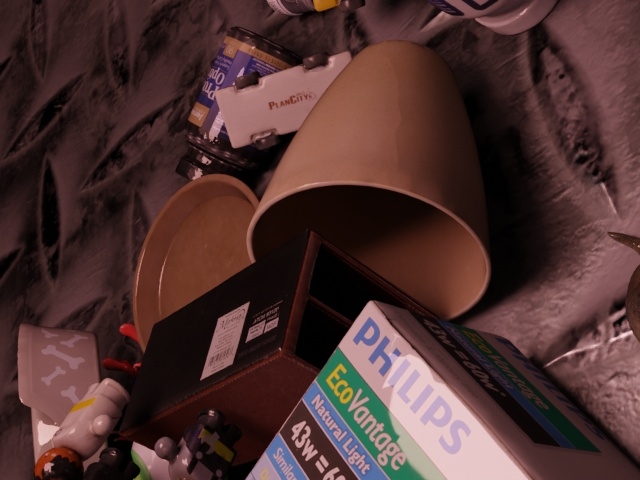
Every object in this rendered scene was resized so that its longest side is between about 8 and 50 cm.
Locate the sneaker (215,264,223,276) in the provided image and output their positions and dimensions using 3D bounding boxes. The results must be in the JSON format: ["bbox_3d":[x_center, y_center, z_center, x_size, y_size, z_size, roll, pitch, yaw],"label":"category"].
[{"bbox_3d":[-0.141,0.017,1.566,0.082,0.069,0.209,-52,42,25],"label":"sneaker"}]

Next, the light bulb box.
[{"bbox_3d":[0.109,0.310,1.012,0.361,0.225,0.358,-57,46,15],"label":"light bulb box"}]

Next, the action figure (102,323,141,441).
[{"bbox_3d":[-0.245,0.201,1.555,0.280,0.139,0.091,33,100,48],"label":"action figure"}]

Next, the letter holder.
[{"bbox_3d":[-0.038,0.153,1.245,0.302,0.214,0.152,-31,36,43],"label":"letter holder"}]

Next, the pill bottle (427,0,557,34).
[{"bbox_3d":[0.146,-0.334,1.244,0.153,0.265,0.153,-23,57,40],"label":"pill bottle"}]

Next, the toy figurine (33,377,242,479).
[{"bbox_3d":[-0.187,0.267,1.177,0.213,0.209,0.148,16,46,13],"label":"toy figurine"}]

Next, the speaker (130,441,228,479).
[{"bbox_3d":[-0.178,0.371,1.373,0.131,0.131,0.296,1,84,49],"label":"speaker"}]

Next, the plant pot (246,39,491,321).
[{"bbox_3d":[0.072,-0.082,1.261,0.256,0.256,0.274,-26,38,40],"label":"plant pot"}]

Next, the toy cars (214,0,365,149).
[{"bbox_3d":[0.020,-0.271,1.471,0.393,0.176,0.087,-56,2,14],"label":"toy cars"}]

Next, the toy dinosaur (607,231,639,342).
[{"bbox_3d":[0.332,0.053,0.972,0.160,0.121,0.313,-53,44,-3],"label":"toy dinosaur"}]

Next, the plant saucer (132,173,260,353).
[{"bbox_3d":[-0.147,0.051,1.480,0.278,0.041,0.278,-14,69,43],"label":"plant saucer"}]

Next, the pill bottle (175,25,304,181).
[{"bbox_3d":[-0.114,-0.174,1.579,0.123,0.123,0.219,31,97,50],"label":"pill bottle"}]

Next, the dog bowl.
[{"bbox_3d":[-0.334,0.279,1.519,0.349,0.102,0.348,174,90,-78],"label":"dog bowl"}]

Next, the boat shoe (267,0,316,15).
[{"bbox_3d":[0.003,-0.464,1.591,0.102,0.108,0.301,10,83,50],"label":"boat shoe"}]
